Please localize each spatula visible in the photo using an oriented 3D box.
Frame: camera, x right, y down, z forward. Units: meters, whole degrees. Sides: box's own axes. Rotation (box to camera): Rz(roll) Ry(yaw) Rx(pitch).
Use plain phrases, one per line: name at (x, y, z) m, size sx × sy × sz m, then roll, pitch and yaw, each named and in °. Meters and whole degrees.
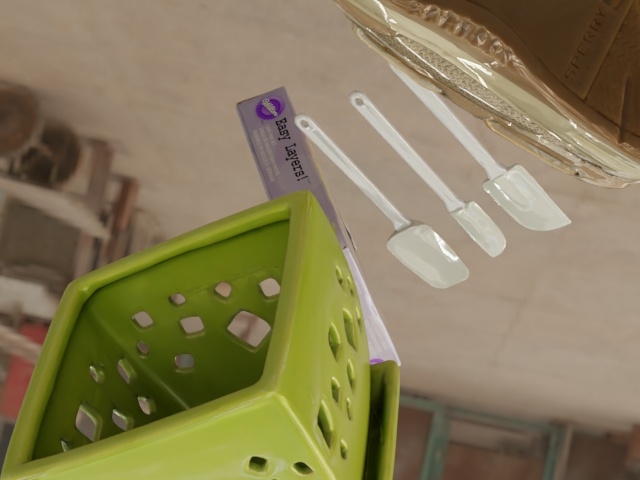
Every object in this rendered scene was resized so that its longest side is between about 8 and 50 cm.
spatula at (0.096, -0.059, 1.425) m, size 0.168 × 0.019 × 0.242 m, roll -27°, pitch 120°, yaw 36°

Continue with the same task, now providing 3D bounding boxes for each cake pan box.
cake pan box at (0.000, 0.000, 1.701) m, size 0.070 × 0.246 × 0.267 m, roll -21°, pitch 142°, yaw 4°

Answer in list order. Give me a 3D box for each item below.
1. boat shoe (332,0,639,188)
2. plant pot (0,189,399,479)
boat shoe at (0.057, -0.138, 0.804) m, size 0.341 × 0.122 × 0.110 m, roll 40°, pitch 160°, yaw -7°
plant pot at (-0.066, 0.134, 1.116) m, size 0.228 × 0.227 × 0.207 m, roll -20°, pitch 124°, yaw 21°
